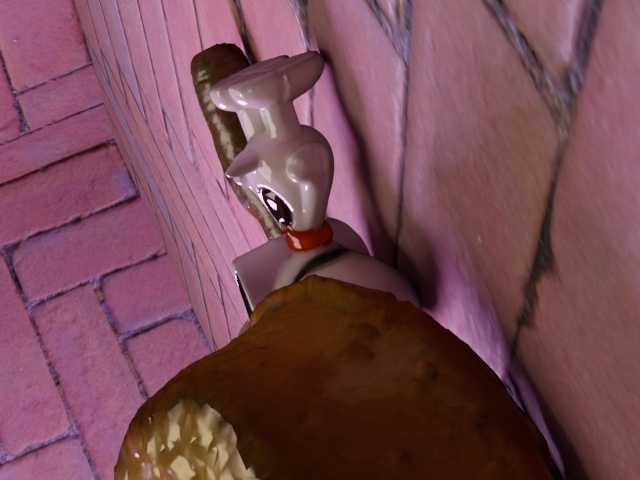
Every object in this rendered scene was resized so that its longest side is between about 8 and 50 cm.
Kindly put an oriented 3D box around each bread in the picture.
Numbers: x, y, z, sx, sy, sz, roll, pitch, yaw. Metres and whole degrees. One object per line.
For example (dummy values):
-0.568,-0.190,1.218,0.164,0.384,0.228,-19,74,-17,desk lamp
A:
0.007,0.211,0.997,0.358,0.204,0.336,46,132,29,bread

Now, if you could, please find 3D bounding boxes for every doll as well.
-0.013,-0.007,1.175,0.208,0.144,0.271,-28,88,59,doll

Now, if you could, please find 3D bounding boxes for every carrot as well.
-0.037,-0.030,1.396,0.342,0.070,0.070,65,170,5,carrot
